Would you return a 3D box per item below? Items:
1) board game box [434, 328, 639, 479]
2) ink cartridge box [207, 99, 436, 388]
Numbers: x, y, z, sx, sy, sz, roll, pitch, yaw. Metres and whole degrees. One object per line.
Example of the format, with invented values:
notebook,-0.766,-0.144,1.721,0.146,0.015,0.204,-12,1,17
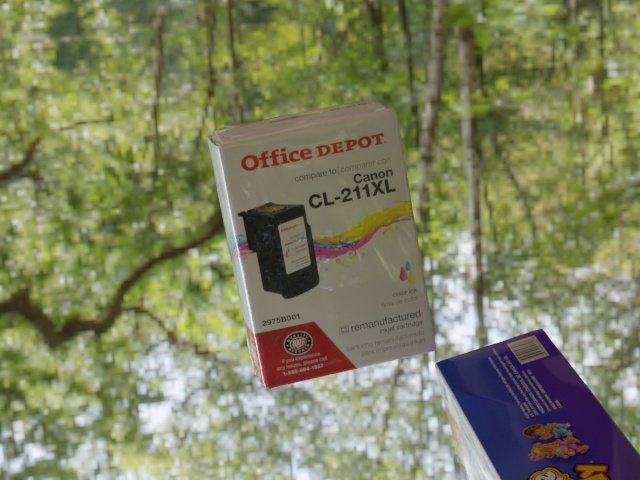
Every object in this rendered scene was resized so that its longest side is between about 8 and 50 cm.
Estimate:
board game box,0.168,0.232,0.716,0.078,0.233,0.347,-18,-157,-3
ink cartridge box,0.000,0.000,0.888,0.127,0.175,0.072,-12,-167,-7
